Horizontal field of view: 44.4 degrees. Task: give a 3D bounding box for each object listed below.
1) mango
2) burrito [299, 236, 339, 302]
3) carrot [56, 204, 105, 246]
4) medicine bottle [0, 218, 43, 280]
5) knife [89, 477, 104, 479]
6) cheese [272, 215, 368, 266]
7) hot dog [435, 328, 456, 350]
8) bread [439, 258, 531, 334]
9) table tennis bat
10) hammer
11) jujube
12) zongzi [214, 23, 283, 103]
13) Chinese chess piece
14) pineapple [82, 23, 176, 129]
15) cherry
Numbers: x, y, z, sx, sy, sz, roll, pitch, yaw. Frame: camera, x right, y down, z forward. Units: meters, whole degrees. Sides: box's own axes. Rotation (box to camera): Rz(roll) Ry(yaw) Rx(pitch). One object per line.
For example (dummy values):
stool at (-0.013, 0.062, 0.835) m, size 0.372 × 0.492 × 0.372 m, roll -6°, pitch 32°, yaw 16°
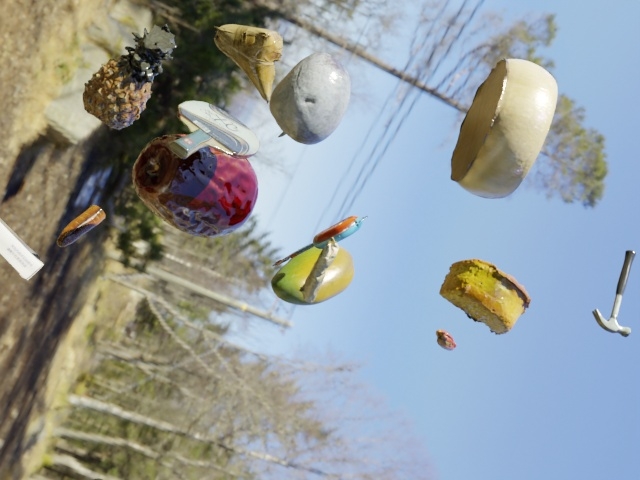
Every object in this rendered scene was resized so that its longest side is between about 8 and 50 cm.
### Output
mango at (-0.015, 0.082, 1.927) m, size 0.251 × 0.156 × 0.114 m, roll -28°, pitch 150°, yaw -54°
burrito at (-0.001, 0.069, 1.748) m, size 0.045 × 0.041 × 0.185 m, roll -37°, pitch 161°, yaw -43°
carrot at (-0.584, -0.033, 1.891) m, size 0.139 × 0.048 × 0.048 m, roll -46°, pitch 174°, yaw -37°
medicine bottle at (-0.613, -0.022, 1.480) m, size 0.052 × 0.201 × 0.171 m, roll -44°, pitch -157°, yaw -14°
knife at (-0.424, 0.420, 1.279) m, size 0.210 × 0.015 × 0.028 m, roll -22°, pitch -145°, yaw 17°
cheese at (0.000, 0.000, 1.782) m, size 0.256 × 0.037 × 0.106 m, roll -26°, pitch -175°, yaw 27°
hot dog at (0.409, 0.324, 2.538) m, size 0.144 × 0.038 × 0.062 m, roll 38°, pitch 39°, yaw -58°
bread at (0.499, 0.156, 2.329) m, size 0.160 × 0.261 × 0.147 m, roll -53°, pitch 180°, yaw -16°
table tennis bat at (-0.212, -0.203, 1.489) m, size 0.022 × 0.173 × 0.301 m, roll -55°, pitch 178°, yaw 23°
hammer at (0.799, 0.131, 2.101) m, size 0.029 × 0.103 × 0.246 m, roll 104°, pitch 7°, yaw -68°
jujube at (-0.270, -0.125, 1.733) m, size 0.318 × 0.223 × 0.223 m, roll 19°, pitch 96°, yaw -61°
zongzi at (-0.202, -0.487, 2.148) m, size 0.099 × 0.195 × 0.197 m, roll -27°, pitch 131°, yaw -56°
Chinese chess piece at (0.329, -0.202, 1.426) m, size 0.257 × 0.104 × 0.257 m, roll -160°, pitch -90°, yaw -87°
pineapple at (-0.445, -0.400, 1.889) m, size 0.279 × 0.158 × 0.157 m, roll -40°, pitch -161°, yaw 24°
cherry at (-0.030, -0.412, 2.322) m, size 0.296 × 0.218 × 0.255 m, roll -57°, pitch -178°, yaw 25°
